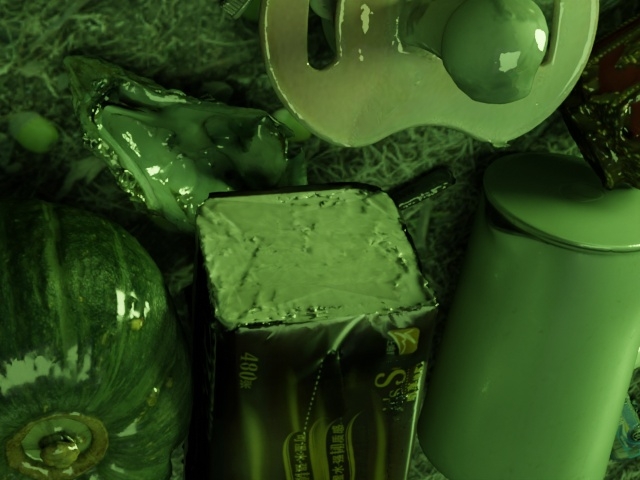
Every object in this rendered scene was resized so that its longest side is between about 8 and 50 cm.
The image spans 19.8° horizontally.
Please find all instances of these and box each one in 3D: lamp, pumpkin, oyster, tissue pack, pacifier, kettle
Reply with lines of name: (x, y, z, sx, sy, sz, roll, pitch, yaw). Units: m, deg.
lamp: (0.366, -0.160, 1.760, 0.274, 0.177, 0.177, -34, 128, 2)
pumpkin: (-0.261, 0.116, 1.640, 0.291, 0.257, 0.328, -7, 133, -6)
oyster: (-0.119, -0.066, 1.682, 0.252, 0.087, 0.199, 0, 122, -22)
tissue pack: (-0.026, 0.144, 1.730, 0.210, 0.198, 0.370, -8, 132, -14)
pacifier: (0.110, -0.193, 1.614, 0.332, 0.273, 0.220, -2, 144, -21)
kettle: (0.255, 0.090, 1.864, 0.265, 0.205, 0.318, 6, 118, -7)

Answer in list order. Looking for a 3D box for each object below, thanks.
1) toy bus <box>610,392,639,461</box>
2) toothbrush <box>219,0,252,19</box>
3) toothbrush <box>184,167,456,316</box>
toy bus: (0.327, 0.188, 2.065, 0.061, 0.051, 0.153, -24, 130, 10)
toothbrush: (-0.003, -0.298, 1.616, 0.024, 0.018, 0.257, 34, 106, -29)
toothbrush: (0.000, 0.000, 1.814, 0.297, 0.030, 0.030, -26, 118, -3)
